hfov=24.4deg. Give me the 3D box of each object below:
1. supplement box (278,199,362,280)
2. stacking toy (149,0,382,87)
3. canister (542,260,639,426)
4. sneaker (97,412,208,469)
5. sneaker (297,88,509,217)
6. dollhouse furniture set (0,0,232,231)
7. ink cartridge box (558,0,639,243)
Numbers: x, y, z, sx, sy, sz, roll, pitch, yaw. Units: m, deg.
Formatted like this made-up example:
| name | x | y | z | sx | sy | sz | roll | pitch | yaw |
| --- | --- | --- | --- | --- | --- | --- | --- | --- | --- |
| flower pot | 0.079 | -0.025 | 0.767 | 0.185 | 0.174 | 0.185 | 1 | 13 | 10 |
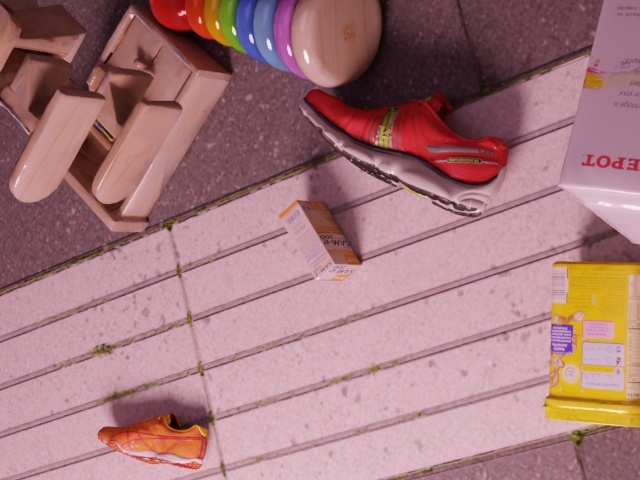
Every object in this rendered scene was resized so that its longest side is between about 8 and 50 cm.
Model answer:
| name | x | y | z | sx | sy | sz | roll | pitch | yaw |
| --- | --- | --- | --- | --- | --- | --- | --- | --- | --- |
| supplement box | 0.000 | 0.000 | 1.797 | 0.036 | 0.062 | 0.098 | -41 | 68 | 26 |
| stacking toy | -0.086 | -0.280 | 1.833 | 0.330 | 0.141 | 0.141 | 17 | 99 | 41 |
| canister | 0.303 | 0.108 | 1.576 | 0.126 | 0.073 | 0.170 | 1 | 88 | 35 |
| sneaker | -0.218 | 0.261 | 1.959 | 0.175 | 0.064 | 0.067 | 3 | 71 | 30 |
| sneaker | 0.101 | -0.123 | 1.724 | 0.279 | 0.107 | 0.118 | 28 | 87 | 29 |
| dollhouse furniture set | -0.341 | -0.166 | 1.837 | 0.362 | 0.394 | 0.256 | 44 | 114 | 27 |
| ink cartridge box | 0.379 | -0.137 | 1.412 | 0.198 | 0.197 | 0.270 | 9 | 79 | 35 |
